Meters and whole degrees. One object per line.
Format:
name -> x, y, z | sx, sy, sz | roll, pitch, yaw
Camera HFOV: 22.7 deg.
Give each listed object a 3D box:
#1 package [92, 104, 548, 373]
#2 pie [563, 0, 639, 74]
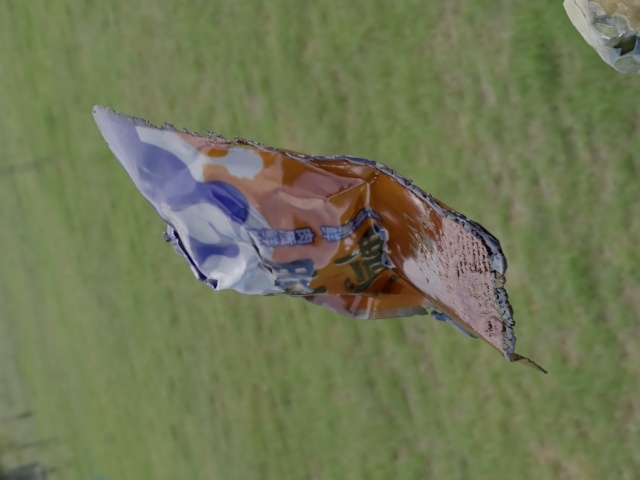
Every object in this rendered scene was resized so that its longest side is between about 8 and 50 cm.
package -> 0.000, -0.001, 0.364 | 0.110, 0.033, 0.077 | 15, 142, 26
pie -> 0.268, -0.193, 1.088 | 0.052, 0.218, 0.185 | 92, 177, -60
